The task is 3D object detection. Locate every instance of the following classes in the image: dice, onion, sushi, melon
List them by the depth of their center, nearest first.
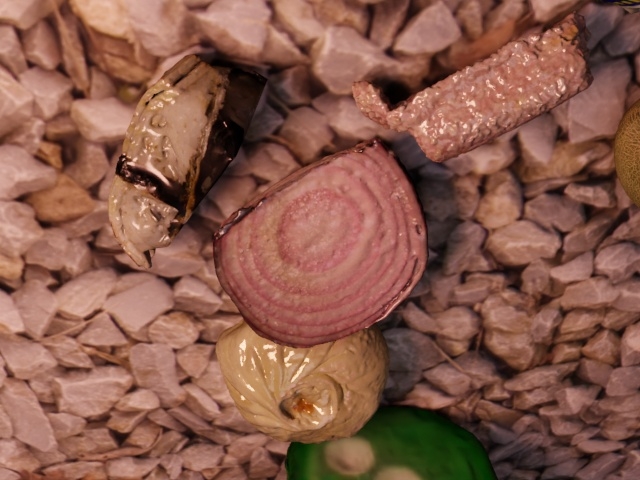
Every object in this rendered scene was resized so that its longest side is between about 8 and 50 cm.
[{"bbox_3d":[-0.178,-0.084,1.001,0.109,0.134,0.273,31,133,-14],"label":"sushi"},{"bbox_3d":[0.417,-0.100,1.057,0.139,0.139,0.192,-26,128,11],"label":"melon"},{"bbox_3d":[0.000,0.000,1.086,0.250,0.111,0.247,-29,127,0],"label":"onion"},{"bbox_3d":[0.100,0.441,1.333,0.300,0.297,0.287,-3,132,-7],"label":"dice"}]

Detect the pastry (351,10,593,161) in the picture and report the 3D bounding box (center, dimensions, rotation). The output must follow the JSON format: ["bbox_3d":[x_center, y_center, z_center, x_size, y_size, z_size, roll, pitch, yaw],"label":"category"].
[{"bbox_3d":[0.175,-0.158,0.991,0.265,0.103,0.112,-16,89,12],"label":"pastry"}]

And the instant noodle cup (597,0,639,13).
[{"bbox_3d":[0.194,-0.336,0.772,0.312,0.284,0.284,11,126,-27],"label":"instant noodle cup"}]

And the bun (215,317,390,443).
[{"bbox_3d":[-0.023,0.189,1.208,0.243,0.153,0.244,-2,131,-3],"label":"bun"}]
